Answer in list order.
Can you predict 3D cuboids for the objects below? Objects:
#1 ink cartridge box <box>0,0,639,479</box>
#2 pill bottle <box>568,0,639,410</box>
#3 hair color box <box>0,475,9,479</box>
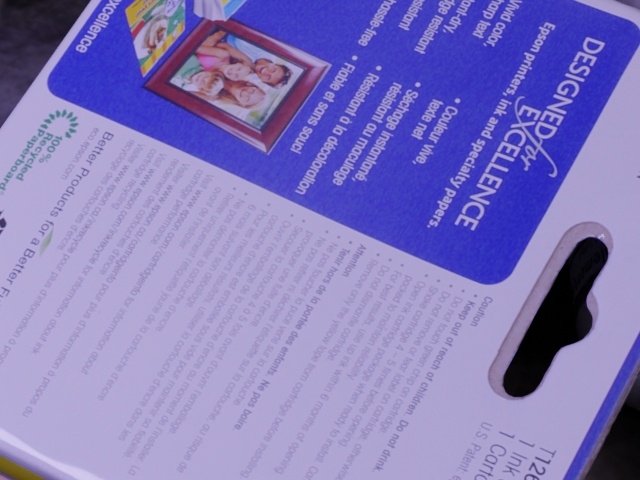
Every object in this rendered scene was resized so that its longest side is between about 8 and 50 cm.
[{"bbox_3d":[0.000,0.000,0.746,0.307,0.072,0.304,25,68,18],"label":"ink cartridge box"},{"bbox_3d":[0.205,-0.018,0.832,0.176,0.176,0.318,-4,65,-1],"label":"pill bottle"},{"bbox_3d":[-0.111,0.161,0.787,0.185,0.113,0.374,18,66,10],"label":"hair color box"}]
